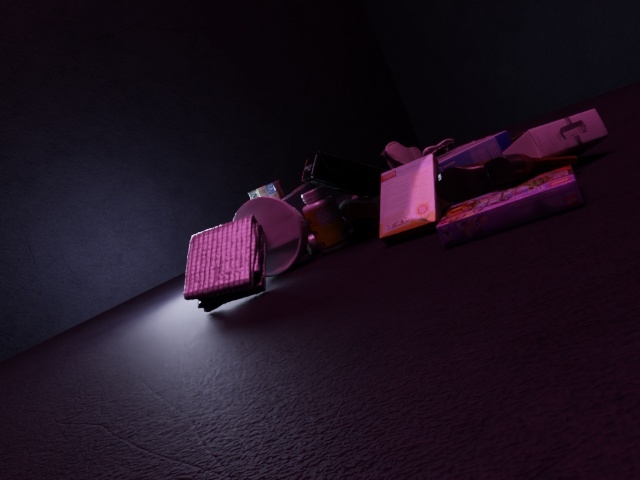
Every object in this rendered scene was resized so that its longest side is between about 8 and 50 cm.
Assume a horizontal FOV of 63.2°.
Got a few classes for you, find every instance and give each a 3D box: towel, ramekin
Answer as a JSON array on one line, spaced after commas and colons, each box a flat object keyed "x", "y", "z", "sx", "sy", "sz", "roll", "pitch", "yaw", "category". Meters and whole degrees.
[{"x": -0.290, "y": 0.076, "z": 1.643, "sx": 0.235, "sy": 0.121, "sz": 0.283, "roll": -16, "pitch": 49, "yaw": 10, "category": "towel"}, {"x": -0.165, "y": -0.014, "z": 1.793, "sx": 0.273, "sy": 0.272, "sz": 0.127, "roll": -21, "pitch": -5, "yaw": 20, "category": "ramekin"}]

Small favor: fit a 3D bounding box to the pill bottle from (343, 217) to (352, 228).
[{"x": 0.104, "y": -0.079, "z": 2.100, "sx": 0.120, "sy": 0.067, "sz": 0.067, "roll": -23, "pitch": 8, "yaw": 8, "category": "pill bottle"}]

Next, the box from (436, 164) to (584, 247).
[{"x": 0.421, "y": -0.079, "z": 1.166, "sx": 0.294, "sy": 0.057, "sz": 0.201, "roll": -20, "pitch": 8, "yaw": 26, "category": "box"}]

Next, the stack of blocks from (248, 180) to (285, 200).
[{"x": -0.214, "y": -0.099, "z": 2.333, "sx": 0.171, "sy": 0.296, "sz": 0.087, "roll": -21, "pitch": 9, "yaw": 15, "category": "stack of blocks"}]

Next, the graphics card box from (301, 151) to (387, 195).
[{"x": 0.069, "y": -0.221, "z": 1.791, "sx": 0.233, "sy": 0.094, "sz": 0.371, "roll": 15, "pitch": 4, "yaw": -7, "category": "graphics card box"}]

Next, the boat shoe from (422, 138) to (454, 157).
[{"x": 0.401, "y": -0.302, "z": 1.735, "sx": 0.125, "sy": 0.038, "sz": 0.046, "roll": -21, "pitch": -37, "yaw": -21, "category": "boat shoe"}]

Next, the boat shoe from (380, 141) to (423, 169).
[{"x": 0.271, "y": -0.280, "z": 1.775, "sx": 0.079, "sy": 0.095, "sz": 0.255, "roll": -30, "pitch": -8, "yaw": 32, "category": "boat shoe"}]

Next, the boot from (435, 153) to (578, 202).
[{"x": 0.474, "y": -0.173, "z": 1.354, "sx": 0.281, "sy": 0.096, "sz": 0.264, "roll": -9, "pitch": -10, "yaw": -35, "category": "boot"}]

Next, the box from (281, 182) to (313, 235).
[{"x": -0.137, "y": -0.067, "z": 2.091, "sx": 0.343, "sy": 0.178, "sz": 0.312, "roll": -36, "pitch": 8, "yaw": 2, "category": "box"}]

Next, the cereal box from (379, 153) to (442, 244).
[{"x": 0.251, "y": -0.116, "z": 1.463, "sx": 0.173, "sy": 0.047, "sz": 0.240, "roll": -19, "pitch": 49, "yaw": 33, "category": "cereal box"}]

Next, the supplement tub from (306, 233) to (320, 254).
[{"x": 0.000, "y": 0.000, "z": 1.859, "sx": 0.107, "sy": 0.070, "sz": 0.071, "roll": -25, "pitch": 8, "yaw": -14, "category": "supplement tub"}]

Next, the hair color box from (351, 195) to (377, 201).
[{"x": 0.290, "y": -0.190, "z": 1.973, "sx": 0.348, "sy": 0.105, "sz": 0.174, "roll": -26, "pitch": 17, "yaw": 17, "category": "hair color box"}]

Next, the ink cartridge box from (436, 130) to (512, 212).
[{"x": 0.452, "y": -0.221, "z": 1.700, "sx": 0.396, "sy": 0.151, "sz": 0.270, "roll": -28, "pitch": 7, "yaw": -16, "category": "ink cartridge box"}]

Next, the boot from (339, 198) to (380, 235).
[{"x": 0.204, "y": -0.073, "z": 1.768, "sx": 0.245, "sy": 0.088, "sz": 0.176, "roll": -4, "pitch": 33, "yaw": -20, "category": "boot"}]

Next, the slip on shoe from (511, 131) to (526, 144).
[{"x": 0.614, "y": -0.314, "z": 1.908, "sx": 0.332, "sy": 0.101, "sz": 0.123, "roll": -16, "pitch": 12, "yaw": 7, "category": "slip on shoe"}]

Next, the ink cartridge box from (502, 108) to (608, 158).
[{"x": 0.645, "y": -0.265, "z": 1.439, "sx": 0.218, "sy": 0.092, "sz": 0.158, "roll": -17, "pitch": -11, "yaw": -12, "category": "ink cartridge box"}]

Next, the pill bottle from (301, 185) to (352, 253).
[{"x": 0.015, "y": -0.072, "z": 1.759, "sx": 0.117, "sy": 0.214, "sz": 0.117, "roll": -23, "pitch": 7, "yaw": 3, "category": "pill bottle"}]

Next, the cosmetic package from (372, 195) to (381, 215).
[{"x": 0.219, "y": -0.093, "z": 1.662, "sx": 0.041, "sy": 0.115, "sz": 0.060, "roll": -29, "pitch": 10, "yaw": -27, "category": "cosmetic package"}]
